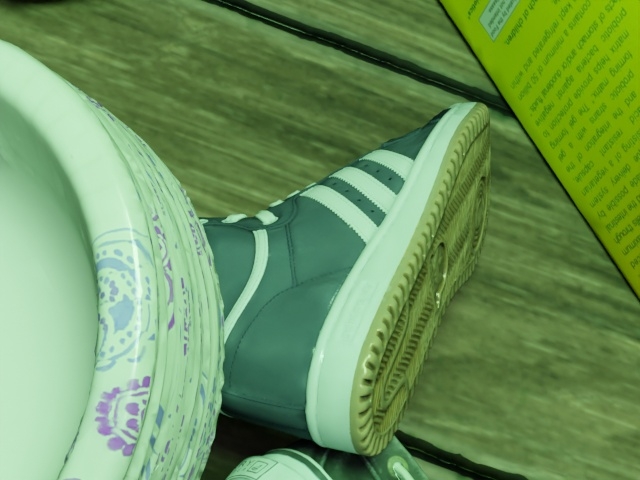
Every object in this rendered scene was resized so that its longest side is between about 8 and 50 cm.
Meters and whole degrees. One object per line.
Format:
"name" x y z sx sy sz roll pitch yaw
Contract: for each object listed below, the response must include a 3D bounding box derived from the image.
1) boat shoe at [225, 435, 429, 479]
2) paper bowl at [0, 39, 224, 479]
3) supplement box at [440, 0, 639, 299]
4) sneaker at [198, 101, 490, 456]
"boat shoe" 0.083 0.229 0.604 0.119 0.121 0.335 -27 80 -35
"paper bowl" -0.178 0.056 0.564 0.284 0.148 0.284 -5 75 17
"supplement box" 0.240 -0.144 0.786 0.194 0.195 0.356 -25 74 -24
"sneaker" 0.000 0.000 0.706 0.153 0.099 0.282 6 35 21
